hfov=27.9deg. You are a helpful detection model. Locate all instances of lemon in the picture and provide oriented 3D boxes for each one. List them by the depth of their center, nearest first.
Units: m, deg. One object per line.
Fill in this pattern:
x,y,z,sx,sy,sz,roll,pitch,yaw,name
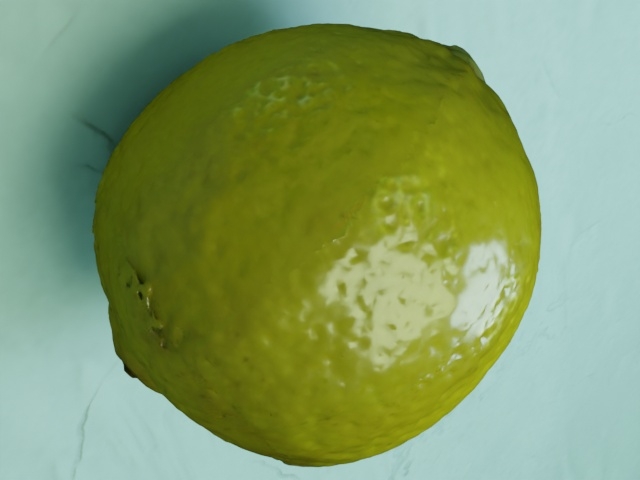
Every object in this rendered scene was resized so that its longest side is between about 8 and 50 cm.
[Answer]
-0.001,0.001,0.802,0.293,0.293,0.293,-30,142,-28,lemon
